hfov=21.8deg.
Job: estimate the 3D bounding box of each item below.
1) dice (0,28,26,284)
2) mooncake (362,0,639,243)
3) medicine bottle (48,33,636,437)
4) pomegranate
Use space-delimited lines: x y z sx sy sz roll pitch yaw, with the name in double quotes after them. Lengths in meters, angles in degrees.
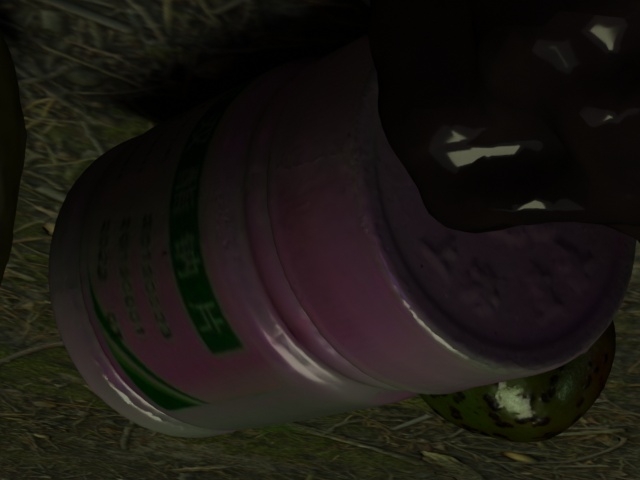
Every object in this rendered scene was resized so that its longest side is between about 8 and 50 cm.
-0.319 -0.051 0.933 0.238 0.227 0.233 2 161 16 "dice"
0.220 -0.081 0.709 0.381 0.212 0.350 19 149 -33 "mooncake"
0.000 0.000 0.993 0.212 0.212 0.325 20 158 -33 "medicine bottle"
0.133 0.060 1.236 0.159 0.159 0.205 -5 132 31 "pomegranate"
